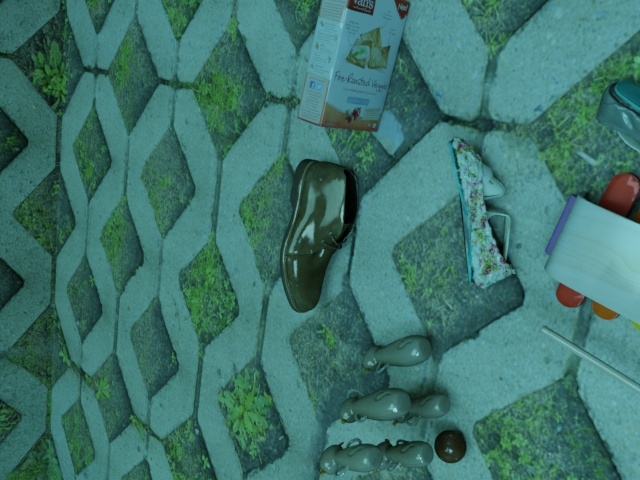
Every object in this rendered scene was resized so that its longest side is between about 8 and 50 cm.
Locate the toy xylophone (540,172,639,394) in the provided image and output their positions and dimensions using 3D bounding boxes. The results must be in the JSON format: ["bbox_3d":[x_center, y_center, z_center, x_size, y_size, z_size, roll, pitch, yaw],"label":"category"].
[{"bbox_3d":[0.421,0.071,0.777,0.322,0.081,0.236,42,121,33],"label":"toy xylophone"}]

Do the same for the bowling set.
[{"bbox_3d":[0.131,0.323,1.024,0.200,0.287,0.154,49,140,-13],"label":"bowling set"}]

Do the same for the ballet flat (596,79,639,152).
[{"bbox_3d":[0.443,-0.124,0.760,0.213,0.072,0.068,48,152,30],"label":"ballet flat"}]

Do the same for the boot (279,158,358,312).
[{"bbox_3d":[0.000,0.000,1.167,0.115,0.112,0.305,12,100,32],"label":"boot"}]

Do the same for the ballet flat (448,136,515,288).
[{"bbox_3d":[0.254,-0.047,0.943,0.077,0.091,0.241,-9,92,14],"label":"ballet flat"}]

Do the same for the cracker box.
[{"bbox_3d":[0.057,-0.311,1.038,0.067,0.155,0.232,28,113,39],"label":"cracker box"}]
